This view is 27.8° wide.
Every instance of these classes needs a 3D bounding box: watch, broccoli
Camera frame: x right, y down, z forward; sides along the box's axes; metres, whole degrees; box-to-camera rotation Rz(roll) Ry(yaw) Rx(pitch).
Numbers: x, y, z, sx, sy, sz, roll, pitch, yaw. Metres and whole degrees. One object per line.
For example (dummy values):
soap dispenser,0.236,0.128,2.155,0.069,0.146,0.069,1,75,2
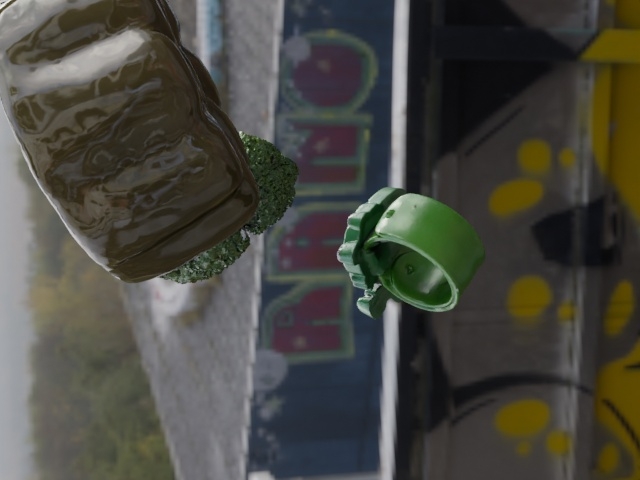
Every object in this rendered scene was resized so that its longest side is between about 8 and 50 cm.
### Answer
watch,0.117,0.018,1.491,0.152,0.131,0.165,11,143,36
broccoli,-0.260,-0.092,2.196,0.321,0.413,0.310,32,-132,-63

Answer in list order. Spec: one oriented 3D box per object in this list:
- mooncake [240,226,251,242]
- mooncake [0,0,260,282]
mooncake,-0.008,0.007,1.976,0.346,0.057,0.150,31,138,20
mooncake,-0.218,-0.154,1.506,0.378,0.200,0.378,-23,-90,-86
